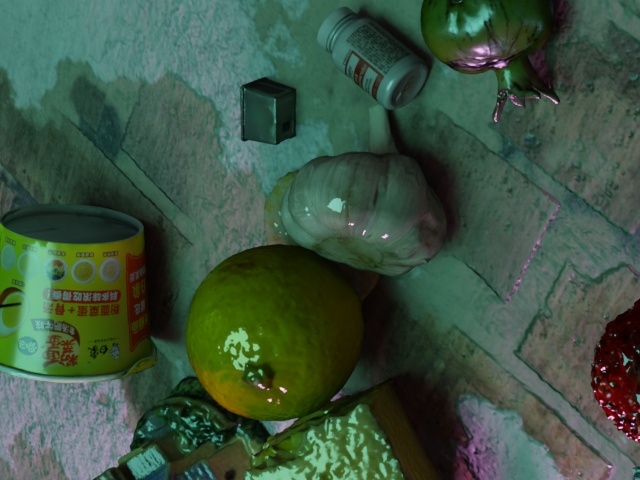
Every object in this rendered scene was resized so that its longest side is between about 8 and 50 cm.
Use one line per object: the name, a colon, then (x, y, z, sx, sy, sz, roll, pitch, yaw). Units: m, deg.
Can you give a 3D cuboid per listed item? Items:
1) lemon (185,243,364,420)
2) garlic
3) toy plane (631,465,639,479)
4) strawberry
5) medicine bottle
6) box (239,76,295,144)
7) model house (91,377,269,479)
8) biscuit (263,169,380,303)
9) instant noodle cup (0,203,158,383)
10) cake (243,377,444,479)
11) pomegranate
lemon: (-0.062, 0.125, 1.892, 0.267, 0.267, 0.267, 20, 121, 37)
garlic: (0.069, -0.073, 1.810, 0.218, 0.218, 0.212, -7, 62, 46)
toy plane: (0.466, 0.250, 1.605, 0.197, 0.078, 0.053, -13, 96, 32)
strawberry: (0.387, 0.159, 1.574, 0.201, 0.187, 0.184, 142, 135, -62)
medicine bottle: (0.065, -0.237, 1.774, 0.140, 0.079, 0.079, 43, 132, 22)
box: (-0.073, -0.181, 1.952, 0.063, 0.060, 0.085, 17, 118, 33)
model house: (-0.262, 0.403, 2.249, 0.321, 0.266, 0.261, -36, 85, 46)
biscuit: (-0.001, 0.000, 1.979, 0.220, 0.033, 0.220, 21, 123, 36)
instant noodle cup: (-0.406, 0.076, 2.243, 0.311, 0.311, 0.221, 20, 112, 38)
cake: (0.047, 0.333, 1.931, 0.222, 0.286, 0.227, -26, 88, 13)
pomegranate: (0.204, -0.234, 1.607, 0.152, 0.131, 0.191, -7, 110, 43)
